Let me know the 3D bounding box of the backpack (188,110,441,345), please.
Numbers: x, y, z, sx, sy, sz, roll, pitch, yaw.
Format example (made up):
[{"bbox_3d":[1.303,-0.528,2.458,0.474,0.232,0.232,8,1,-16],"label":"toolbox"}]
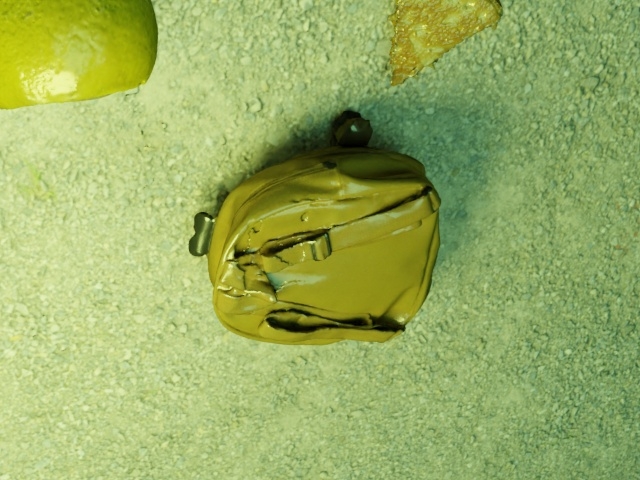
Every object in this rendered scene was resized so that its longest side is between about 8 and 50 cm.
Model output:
[{"bbox_3d":[0.003,0.002,1.972,0.378,0.201,0.353,-1,123,-27],"label":"backpack"}]

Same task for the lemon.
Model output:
[{"bbox_3d":[-0.325,-0.279,1.622,0.240,0.240,0.219,-14,102,-16],"label":"lemon"}]

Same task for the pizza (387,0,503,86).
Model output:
[{"bbox_3d":[0.152,-0.314,1.926,0.188,0.062,0.199,25,115,-22],"label":"pizza"}]
